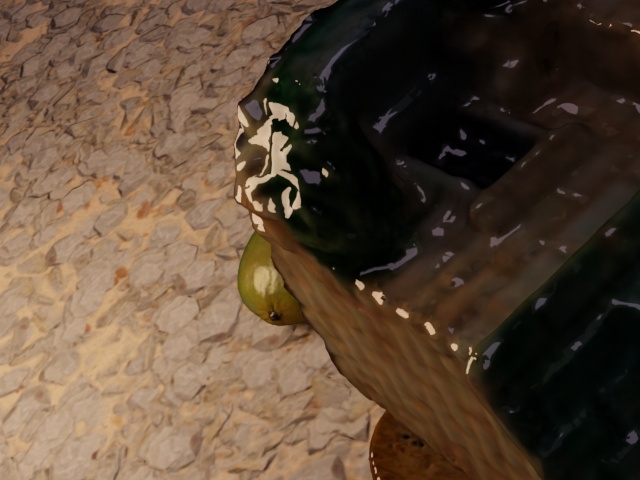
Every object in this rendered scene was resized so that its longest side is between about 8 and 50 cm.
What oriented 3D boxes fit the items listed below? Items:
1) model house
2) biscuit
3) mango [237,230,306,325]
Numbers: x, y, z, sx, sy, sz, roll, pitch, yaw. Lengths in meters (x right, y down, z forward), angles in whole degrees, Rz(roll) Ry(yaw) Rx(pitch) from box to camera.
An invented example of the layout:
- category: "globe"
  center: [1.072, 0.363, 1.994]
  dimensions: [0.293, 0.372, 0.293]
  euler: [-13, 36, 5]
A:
- category: "model house"
  center: [0.242, -0.026, 0.761]
  dimensions: [0.445, 0.395, 0.400]
  euler: [-38, 43, -15]
- category: "biscuit"
  center: [0.131, 0.166, 0.890]
  dimensions: [0.188, 0.027, 0.188]
  euler: [-3, 33, 2]
- category: "mango"
  center: [0.001, 0.002, 1.125]
  dimensions: [0.191, 0.085, 0.122]
  euler: [-46, 40, -13]
